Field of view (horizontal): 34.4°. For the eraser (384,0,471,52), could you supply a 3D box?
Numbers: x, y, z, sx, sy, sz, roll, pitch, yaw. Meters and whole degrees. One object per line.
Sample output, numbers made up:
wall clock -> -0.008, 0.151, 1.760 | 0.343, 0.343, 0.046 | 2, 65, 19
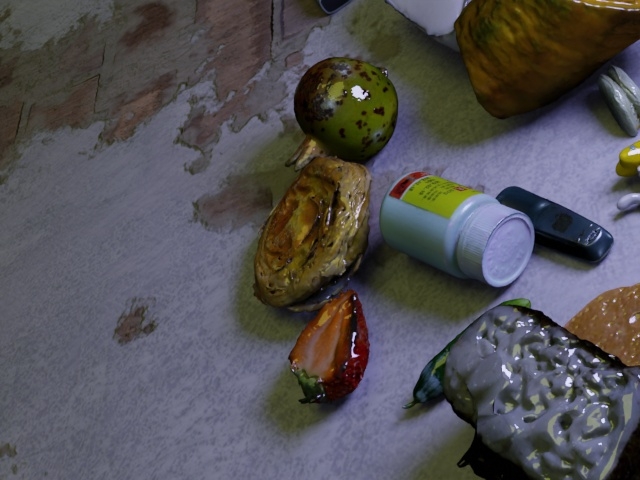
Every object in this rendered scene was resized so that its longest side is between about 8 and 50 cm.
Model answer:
eraser -> 0.265, -0.470, 1.915 | 0.331, 0.150, 0.331 | -28, 52, 44

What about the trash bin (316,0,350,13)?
trash bin -> 0.029, -0.571, 2.273 | 0.116, 0.059, 0.130 | -35, 42, 5

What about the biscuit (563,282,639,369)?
biscuit -> 0.445, 0.120, 1.433 | 0.221, 0.029, 0.142 | -19, 45, 20

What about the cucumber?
cucumber -> 0.216, 0.166, 1.538 | 0.250, 0.056, 0.056 | -43, 43, -4

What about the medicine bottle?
medicine bottle -> 0.211, -0.019, 1.631 | 0.225, 0.139, 0.139 | 26, 73, 45

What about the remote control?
remote control -> 0.356, -0.027, 1.607 | 0.072, 0.042, 0.222 | -48, 44, -11

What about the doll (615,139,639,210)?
doll -> 0.499, -0.094, 1.558 | 0.135, 0.071, 0.113 | -47, 61, 1

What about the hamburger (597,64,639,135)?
hamburger -> 0.482, -0.235, 1.661 | 0.054, 0.084, 0.121 | -32, 42, 11

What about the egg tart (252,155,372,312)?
egg tart -> 0.000, 0.000, 1.786 | 0.297, 0.132, 0.297 | -31, 42, 32

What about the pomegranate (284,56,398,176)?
pomegranate -> 0.032, -0.221, 1.901 | 0.246, 0.198, 0.198 | -52, 38, 24

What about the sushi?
sushi -> 0.303, 0.235, 1.321 | 0.234, 0.207, 0.348 | -53, 37, 4

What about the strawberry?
strawberry -> 0.024, 0.181, 1.638 | 0.140, 0.085, 0.192 | -30, 38, 22

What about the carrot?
carrot -> 0.390, -0.372, 1.682 | 0.341, 0.242, 0.241 | -39, 36, 41
